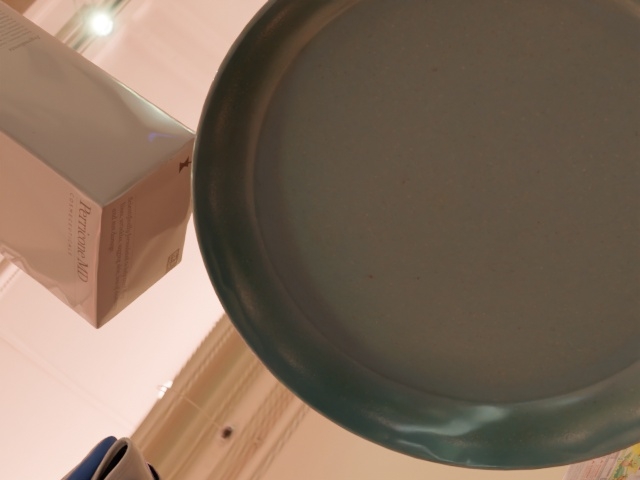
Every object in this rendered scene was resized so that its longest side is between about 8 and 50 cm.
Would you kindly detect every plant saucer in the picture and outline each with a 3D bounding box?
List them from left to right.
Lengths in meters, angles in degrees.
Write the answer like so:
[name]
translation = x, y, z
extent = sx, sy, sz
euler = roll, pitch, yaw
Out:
[plant saucer]
translation = 0.084, -0.013, 0.477
extent = 0.317, 0.318, 0.043
euler = 54, -153, -12

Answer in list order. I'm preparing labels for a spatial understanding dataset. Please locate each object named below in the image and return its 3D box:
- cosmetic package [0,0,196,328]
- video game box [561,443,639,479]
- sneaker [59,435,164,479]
[cosmetic package]
translation = -0.332, -0.106, 0.975
extent = 0.385, 0.217, 0.156
euler = 34, -131, 17
[video game box]
translation = 0.304, 0.247, 0.844
extent = 0.048, 0.187, 0.205
euler = 40, -116, -5
[sneaker]
translation = -0.148, 0.287, 0.889
extent = 0.323, 0.130, 0.236
euler = -16, -52, -30
